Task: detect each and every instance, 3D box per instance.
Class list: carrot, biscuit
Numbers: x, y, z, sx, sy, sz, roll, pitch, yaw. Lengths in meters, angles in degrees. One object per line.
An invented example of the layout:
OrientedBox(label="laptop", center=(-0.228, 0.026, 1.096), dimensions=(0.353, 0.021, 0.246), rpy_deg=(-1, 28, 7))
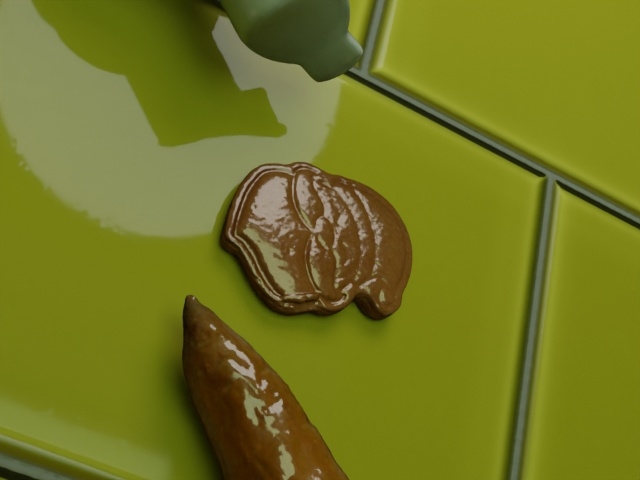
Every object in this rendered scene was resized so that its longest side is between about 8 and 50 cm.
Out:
OrientedBox(label="carrot", center=(-0.026, 0.119, 0.561), dimensions=(0.072, 0.072, 0.205), rpy_deg=(-24, 80, -35))
OrientedBox(label="biscuit", center=(0.000, 0.000, 0.656), dimensions=(0.130, 0.019, 0.102), rpy_deg=(11, 63, -25))

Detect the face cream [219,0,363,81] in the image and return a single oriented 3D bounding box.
OrientedBox(label="face cream", center=(-0.084, -0.268, 0.648), dimensions=(0.145, 0.145, 0.370), rpy_deg=(-24, 81, -35))
